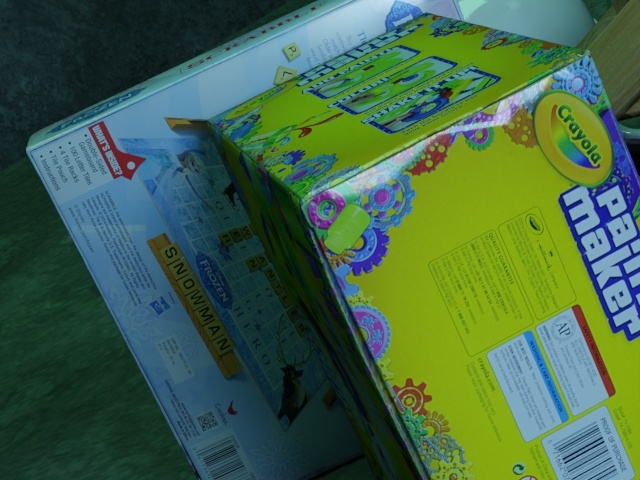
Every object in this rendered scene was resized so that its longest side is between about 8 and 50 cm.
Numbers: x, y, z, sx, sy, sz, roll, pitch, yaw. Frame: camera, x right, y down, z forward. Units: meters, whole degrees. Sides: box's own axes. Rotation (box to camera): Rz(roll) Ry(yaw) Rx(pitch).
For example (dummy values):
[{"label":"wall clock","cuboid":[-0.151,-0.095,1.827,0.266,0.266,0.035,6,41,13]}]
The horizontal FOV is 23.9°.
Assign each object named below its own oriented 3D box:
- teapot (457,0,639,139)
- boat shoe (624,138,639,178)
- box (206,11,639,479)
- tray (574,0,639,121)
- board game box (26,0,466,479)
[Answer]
[{"label":"teapot","cuboid":[0.180,-0.124,1.460,0.256,0.187,0.252,-34,-17,31]},{"label":"boat shoe","cuboid":[0.288,-0.033,1.116,0.355,0.130,0.132,-8,24,43]},{"label":"box","cuboid":[0.087,0.036,0.930,0.177,0.290,0.279,-28,19,-7]},{"label":"tray","cuboid":[0.417,-0.211,1.209,0.411,0.076,0.203,-15,-21,-29]},{"label":"board game box","cuboid":[0.000,0.000,1.107,0.318,0.318,0.066,-24,17,0]}]
